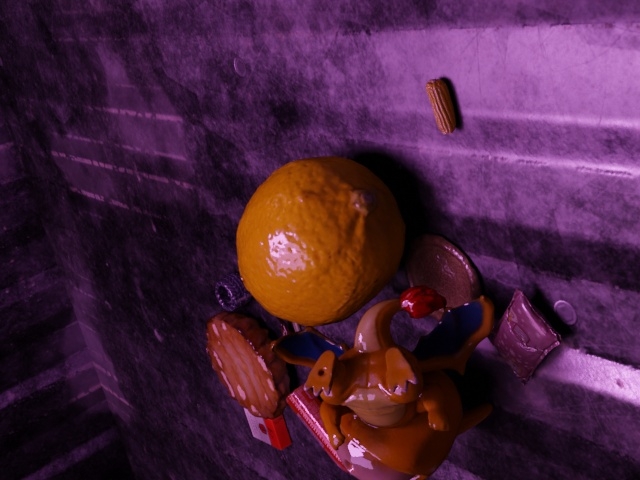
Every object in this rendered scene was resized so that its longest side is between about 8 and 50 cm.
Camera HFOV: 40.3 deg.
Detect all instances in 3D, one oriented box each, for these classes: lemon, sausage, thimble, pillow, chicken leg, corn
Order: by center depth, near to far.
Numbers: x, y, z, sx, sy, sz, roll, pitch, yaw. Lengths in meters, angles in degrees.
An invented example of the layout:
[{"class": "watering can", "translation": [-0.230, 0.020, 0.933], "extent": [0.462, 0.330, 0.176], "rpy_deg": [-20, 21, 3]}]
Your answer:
[{"class": "corn", "translation": [0.199, -0.221, 1.432], "extent": [0.037, 0.037, 0.092], "rpy_deg": [6, 117, 54]}, {"class": "pillow", "translation": [0.350, 0.166, 1.499], "extent": [0.118, 0.043, 0.185], "rpy_deg": [52, 155, 20]}, {"class": "lemon", "translation": [0.000, 0.001, 1.635], "extent": [0.336, 0.336, 0.336], "rpy_deg": [35, 139, 37]}, {"class": "chicken leg", "translation": [-0.075, 0.250, 2.186], "extent": [0.145, 0.037, 0.062], "rpy_deg": [61, 165, 7]}, {"class": "sausage", "translation": [0.020, 0.484, 2.196], "extent": [0.274, 0.074, 0.074], "rpy_deg": [49, 146, 23]}, {"class": "thimble", "translation": [-0.235, 0.136, 2.314], "extent": [0.104, 0.066, 0.095], "rpy_deg": [-8, 109, 58]}]

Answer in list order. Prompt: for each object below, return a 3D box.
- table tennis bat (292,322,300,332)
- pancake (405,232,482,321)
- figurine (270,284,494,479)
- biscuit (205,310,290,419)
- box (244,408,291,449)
[{"class": "table tennis bat", "translation": [-0.070, 0.174, 2.154], "extent": [0.087, 0.013, 0.157], "rpy_deg": [2, 113, 53]}, {"class": "pancake", "translation": [0.226, 0.075, 1.632], "extent": [0.199, 0.021, 0.199], "rpy_deg": [35, 138, 39]}, {"class": "figurine", "translation": [0.153, 0.271, 1.555], "extent": [0.387, 0.400, 0.268], "rpy_deg": [57, -165, -50]}, {"class": "biscuit", "translation": [-0.189, 0.330, 2.359], "extent": [0.325, 0.107, 0.326], "rpy_deg": [36, 143, 34]}, {"class": "box", "translation": [-0.153, 0.534, 2.514], "extent": [0.152, 0.048, 0.100], "rpy_deg": [10, 122, 55]}]
